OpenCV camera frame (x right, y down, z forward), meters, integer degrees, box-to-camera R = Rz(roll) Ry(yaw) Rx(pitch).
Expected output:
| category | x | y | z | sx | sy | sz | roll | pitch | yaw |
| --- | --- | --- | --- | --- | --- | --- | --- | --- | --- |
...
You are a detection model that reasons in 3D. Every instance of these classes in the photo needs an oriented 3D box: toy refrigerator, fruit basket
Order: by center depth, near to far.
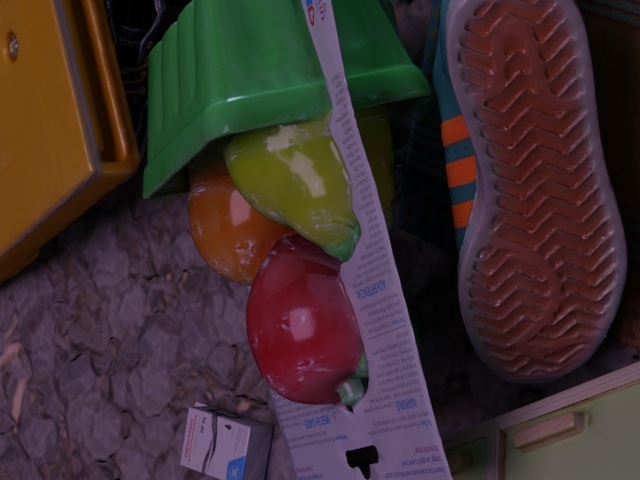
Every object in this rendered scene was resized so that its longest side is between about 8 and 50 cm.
| category | x | y | z | sx | sy | sz | roll | pitch | yaw |
| --- | --- | --- | --- | --- | --- | --- | --- | --- | --- |
| toy refrigerator | 0.155 | 0.159 | 1.126 | 0.269 | 0.094 | 0.102 | -28 | 47 | 43 |
| fruit basket | 0.000 | 0.000 | 1.228 | 0.353 | 0.165 | 0.327 | 70 | 161 | 4 |

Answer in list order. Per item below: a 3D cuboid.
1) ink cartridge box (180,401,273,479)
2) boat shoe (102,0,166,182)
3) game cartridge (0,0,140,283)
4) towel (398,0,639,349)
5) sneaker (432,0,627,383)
| category | x | y | z | sx | sy | sz | roll | pitch | yaw |
| --- | --- | --- | --- | --- | --- | --- | --- | --- | --- |
| ink cartridge box | -0.079 | 0.157 | 1.398 | 0.083 | 0.028 | 0.048 | 13 | 96 | 39 |
| boat shoe | -0.161 | -0.137 | 1.433 | 0.083 | 0.065 | 0.183 | 174 | 99 | -75 |
| game cartridge | -0.266 | -0.128 | 1.501 | 0.323 | 0.052 | 0.285 | -33 | 67 | 53 |
| towel | 0.177 | -0.128 | 1.142 | 0.271 | 0.040 | 0.370 | 29 | 123 | 37 |
| sneaker | 0.129 | -0.054 | 1.125 | 0.108 | 0.121 | 0.302 | -5 | 123 | 3 |
